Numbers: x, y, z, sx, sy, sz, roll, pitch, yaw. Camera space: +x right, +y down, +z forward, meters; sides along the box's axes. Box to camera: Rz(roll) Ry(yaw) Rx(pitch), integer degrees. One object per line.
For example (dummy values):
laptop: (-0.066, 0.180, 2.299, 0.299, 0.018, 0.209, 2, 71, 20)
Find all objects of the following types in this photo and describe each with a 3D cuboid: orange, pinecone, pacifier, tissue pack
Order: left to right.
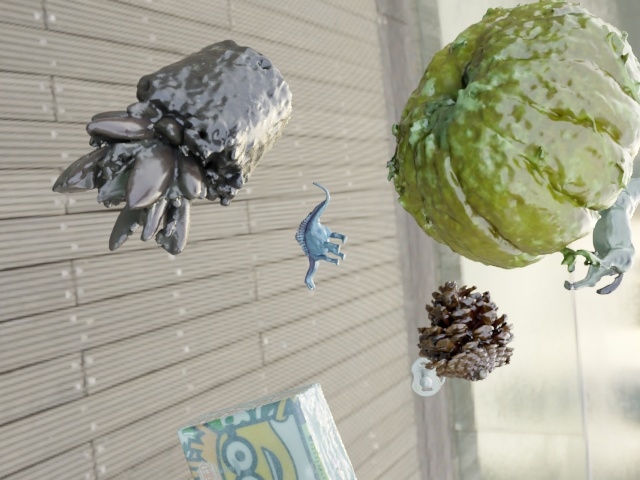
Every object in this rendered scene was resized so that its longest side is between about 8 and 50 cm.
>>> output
tissue pack: (-0.109, 0.434, 1.730, 0.128, 0.311, 0.228, -19, 88, -64)
pacifier: (0.214, 0.274, 1.726, 0.064, 0.068, 0.083, -62, 150, -76)
pinecone: (0.231, 0.146, 1.404, 0.173, 0.173, 0.173, 17, 71, -62)
orange: (0.208, -0.124, 0.942, 0.223, 0.300, 0.301, 27, 93, -29)

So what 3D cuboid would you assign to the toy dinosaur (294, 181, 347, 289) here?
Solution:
toy dinosaur: (0.000, 0.000, 1.378, 0.045, 0.080, 0.197, -48, 149, -52)

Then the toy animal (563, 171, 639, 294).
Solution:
toy animal: (0.460, -0.023, 1.345, 0.176, 0.073, 0.217, 2, 94, -29)

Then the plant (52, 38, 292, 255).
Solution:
plant: (-0.184, -0.127, 1.144, 0.320, 0.181, 0.194, -50, 160, -31)
